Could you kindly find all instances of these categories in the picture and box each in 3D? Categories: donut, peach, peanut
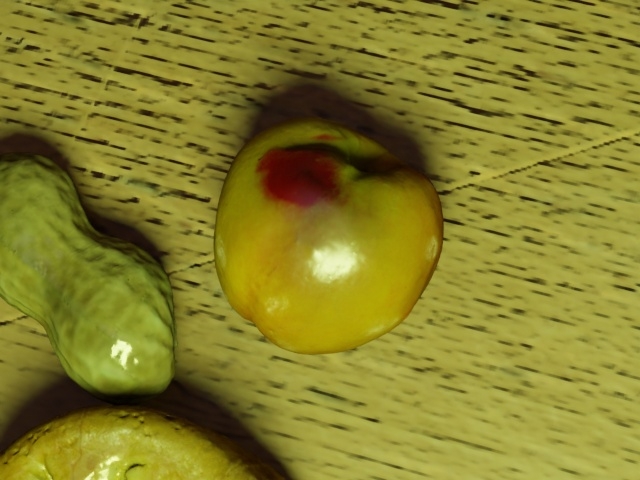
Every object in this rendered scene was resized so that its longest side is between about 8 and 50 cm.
[{"bbox_3d":[-0.113,0.204,1.054,0.226,0.114,0.227,-2,78,11],"label":"donut"},{"bbox_3d":[0.000,0.000,1.064,0.138,0.138,0.138,-2,80,10],"label":"peach"},{"bbox_3d":[-0.152,0.019,1.110,0.089,0.089,0.193,-42,75,1],"label":"peanut"}]
